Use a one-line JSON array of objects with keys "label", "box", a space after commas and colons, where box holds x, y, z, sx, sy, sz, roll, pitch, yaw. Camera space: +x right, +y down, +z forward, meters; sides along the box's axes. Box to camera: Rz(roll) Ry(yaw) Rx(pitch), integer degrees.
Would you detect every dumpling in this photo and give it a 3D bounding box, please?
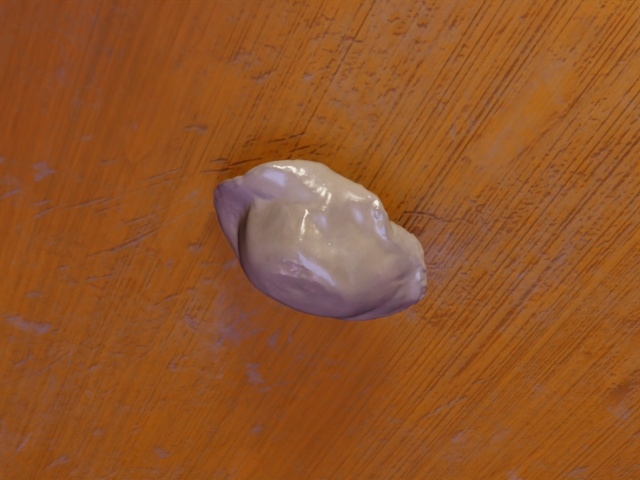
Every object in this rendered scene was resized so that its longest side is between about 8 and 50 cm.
[{"label": "dumpling", "box": [0.000, 0.000, 1.001, 0.250, 0.132, 0.162, 26, 138, 1]}]
